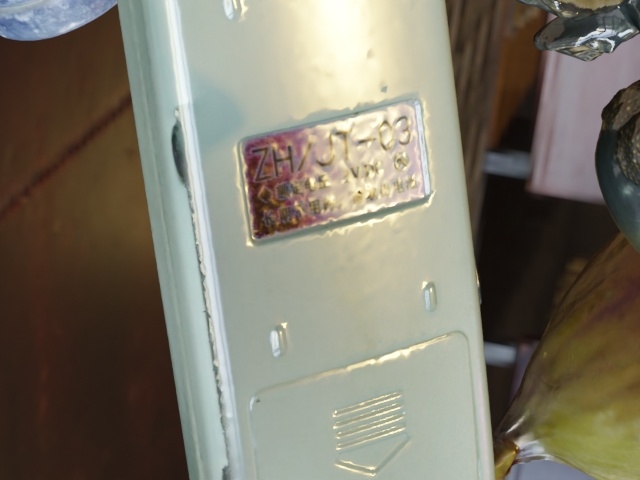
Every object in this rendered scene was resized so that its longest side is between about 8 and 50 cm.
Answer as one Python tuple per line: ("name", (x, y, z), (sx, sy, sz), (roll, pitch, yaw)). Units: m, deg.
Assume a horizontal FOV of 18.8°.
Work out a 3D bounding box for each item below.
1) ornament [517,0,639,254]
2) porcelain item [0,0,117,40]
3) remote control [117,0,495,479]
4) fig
("ornament", (0.082, -0.063, 0.524), (0.080, 0.236, 0.202), (-53, -156, -2))
("porcelain item", (-0.185, -0.210, 1.249), (0.114, 0.147, 0.147), (53, 46, -45))
("remote control", (0.000, 0.000, 0.785), (0.140, 0.056, 0.296), (-15, 106, -26))
("fig", (0.172, 0.078, 1.029), (0.170, 0.274, 0.145), (53, -9, 49))
